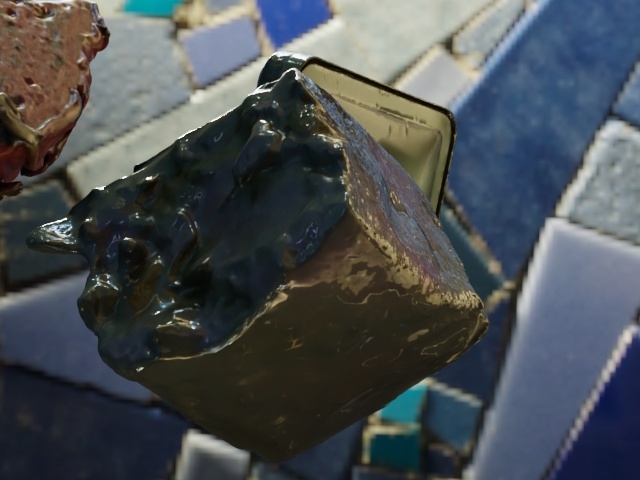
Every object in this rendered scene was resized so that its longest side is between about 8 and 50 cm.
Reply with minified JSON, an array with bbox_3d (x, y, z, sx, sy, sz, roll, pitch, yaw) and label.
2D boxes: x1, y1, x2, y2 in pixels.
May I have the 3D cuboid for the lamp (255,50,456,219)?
[{"bbox_3d":[0.017,-0.005,1.364,0.269,0.047,0.266,13,-94,-56],"label":"lamp"}]

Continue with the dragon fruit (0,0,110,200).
[{"bbox_3d":[-0.336,-0.169,1.647,0.330,0.302,0.240,-39,-48,-34],"label":"dragon fruit"}]

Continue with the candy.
[{"bbox_3d":[-0.026,0.022,0.904,0.195,0.185,0.137,40,-157,-52],"label":"candy"}]
